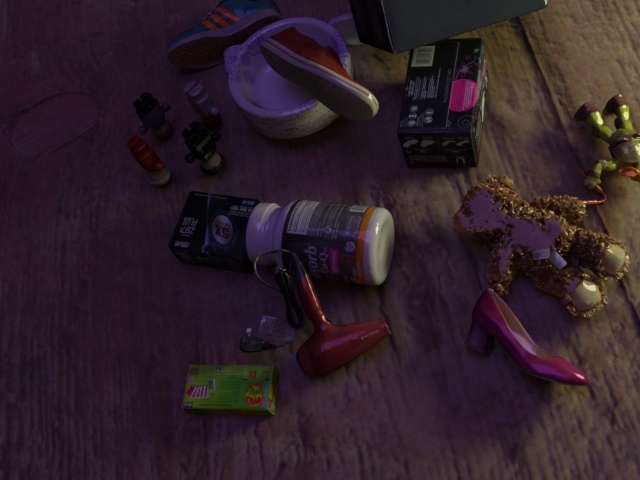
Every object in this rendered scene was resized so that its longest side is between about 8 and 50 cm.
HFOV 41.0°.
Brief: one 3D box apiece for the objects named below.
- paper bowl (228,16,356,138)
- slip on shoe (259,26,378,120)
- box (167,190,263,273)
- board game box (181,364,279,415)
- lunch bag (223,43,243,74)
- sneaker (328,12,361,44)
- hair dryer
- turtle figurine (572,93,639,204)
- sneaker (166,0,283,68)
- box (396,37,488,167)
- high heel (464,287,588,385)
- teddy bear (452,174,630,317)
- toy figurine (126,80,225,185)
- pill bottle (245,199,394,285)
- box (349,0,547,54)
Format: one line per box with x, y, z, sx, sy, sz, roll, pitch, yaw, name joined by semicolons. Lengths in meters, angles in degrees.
-0.058;-0.358;1.962;0.284;0.148;0.284;-7;62;12;paper bowl
0.007;-0.358;1.793;0.101;0.123;0.331;-42;54;-12;slip on shoe
-0.218;-0.019;1.865;0.180;0.077;0.147;9;66;20;box
-0.178;0.297;1.702;0.181;0.043;0.092;-2;62;15;board game box
-0.194;-0.442;2.103;0.083;0.053;0.071;-10;62;-1;lunch bag
0.119;-0.535;2.059;0.212;0.080;0.094;-9;48;4;sneaker
-0.008;0.154;1.659;0.293;0.080;0.223;15;100;1;hair dryer
0.595;-0.187;1.715;0.269;0.087;0.217;-23;59;3;turtle figurine
-0.247;-0.527;2.139;0.302;0.108;0.121;-20;58;-5;sneaker
0.265;-0.293;1.838;0.163;0.142;0.247;2;62;19;box
0.387;0.178;1.570;0.244;0.082;0.117;22;96;37;high heel
0.423;0.011;1.657;0.338;0.113;0.245;15;83;20;teddy bear
-0.329;-0.245;1.989;0.213;0.148;0.209;-13;54;11;toy figurine
0.000;0.000;1.744;0.278;0.162;0.162;6;64;20;pill bottle
0.254;-0.544;1.841;0.343;0.179;0.312;-18;19;-4;box
